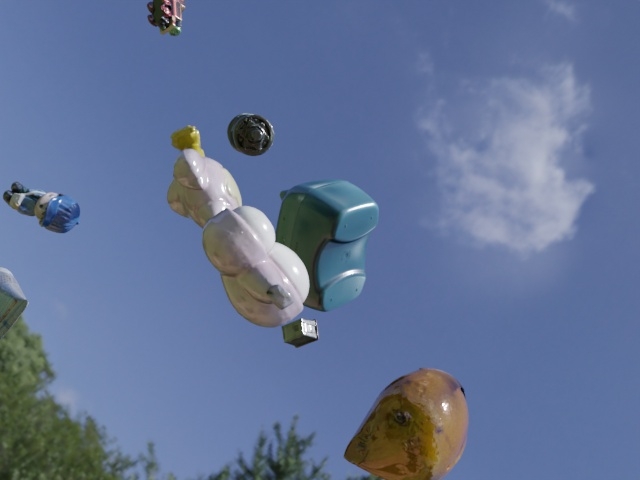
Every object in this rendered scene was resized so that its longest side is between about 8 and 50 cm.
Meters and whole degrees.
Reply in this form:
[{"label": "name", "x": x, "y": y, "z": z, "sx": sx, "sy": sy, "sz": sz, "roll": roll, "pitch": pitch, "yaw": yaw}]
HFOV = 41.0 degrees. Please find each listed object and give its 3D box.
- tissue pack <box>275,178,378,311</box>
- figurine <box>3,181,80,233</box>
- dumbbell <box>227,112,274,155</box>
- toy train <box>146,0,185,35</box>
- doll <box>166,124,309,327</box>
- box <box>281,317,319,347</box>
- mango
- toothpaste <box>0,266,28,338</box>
[{"label": "tissue pack", "x": 0.000, "y": 0.000, "z": 1.978, "sx": 0.206, "sy": 0.198, "sz": 0.288, "roll": 32, "pitch": -55, "yaw": 35}, {"label": "figurine", "x": -0.529, "y": -0.062, "z": 1.623, "sx": 0.149, "sy": 0.086, "sz": 0.087, "roll": 17, "pitch": -38, "yaw": 22}, {"label": "dumbbell", "x": -0.136, "y": -0.206, "z": 1.654, "sx": 0.082, "sy": 0.081, "sz": 0.254, "roll": 62, "pitch": -6, "yaw": -12}, {"label": "toy train", "x": -0.344, "y": -0.518, "z": 1.924, "sx": 0.050, "sy": 0.087, "sz": 0.138, "roll": -26, "pitch": -124, "yaw": 29}, {"label": "doll", "x": -0.112, "y": -0.015, "z": 1.037, "sx": 0.365, "sy": 0.094, "sz": 0.160, "roll": 47, "pitch": -15, "yaw": 51}, {"label": "box", "x": -0.057, "y": 0.247, "z": 2.294, "sx": 0.084, "sy": 0.063, "sz": 0.060, "roll": -24, "pitch": -117, "yaw": 34}, {"label": "mango", "x": 0.148, "y": 0.266, "z": 1.230, "sx": 0.136, "sy": 0.166, "sz": 0.236, "roll": 27, "pitch": 0, "yaw": 23}, {"label": "toothpaste", "x": -0.465, "y": 0.091, "z": 1.245, "sx": 0.057, "sy": 0.089, "sz": 0.234, "roll": 40, "pitch": -5, "yaw": -25}]
